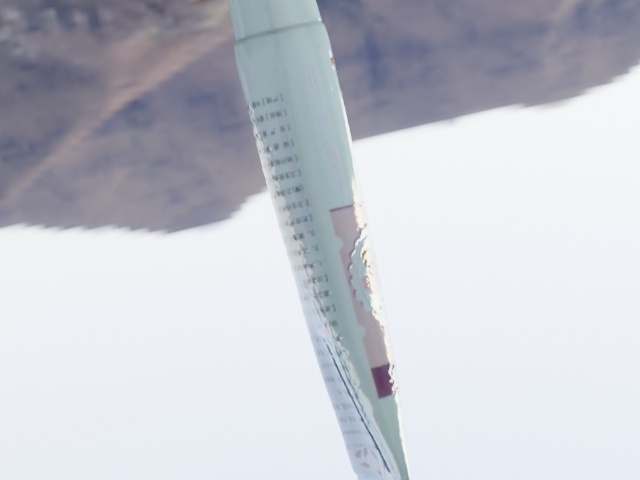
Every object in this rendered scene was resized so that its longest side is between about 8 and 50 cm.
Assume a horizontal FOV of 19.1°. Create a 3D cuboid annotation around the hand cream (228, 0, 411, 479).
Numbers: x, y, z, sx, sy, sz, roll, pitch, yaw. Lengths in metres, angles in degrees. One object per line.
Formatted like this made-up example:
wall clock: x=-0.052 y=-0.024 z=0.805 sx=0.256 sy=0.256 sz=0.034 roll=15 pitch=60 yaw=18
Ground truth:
hand cream: x=0.000 y=0.000 z=1.117 sx=0.058 sy=0.331 sz=0.085 roll=-12 pitch=-178 yaw=-21
